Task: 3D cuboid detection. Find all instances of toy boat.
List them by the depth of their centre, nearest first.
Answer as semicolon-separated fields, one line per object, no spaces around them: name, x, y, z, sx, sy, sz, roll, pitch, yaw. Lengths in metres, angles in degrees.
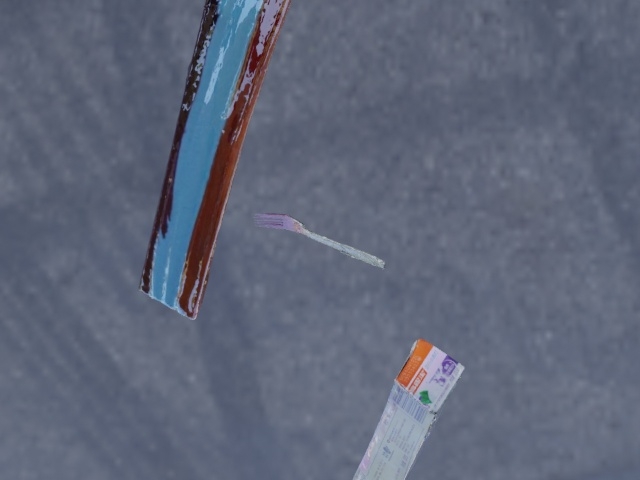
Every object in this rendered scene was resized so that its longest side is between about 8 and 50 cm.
toy boat;-0.075;-0.125;1.634;0.079;0.136;0.392;14;109;-4

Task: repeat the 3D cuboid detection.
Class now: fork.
fork;0.001;-0.001;1.456;0.115;0.012;0.016;19;148;27

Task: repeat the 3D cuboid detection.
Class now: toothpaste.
toothpaste;0.056;0.139;1.379;0.040;0.047;0.196;30;149;8
